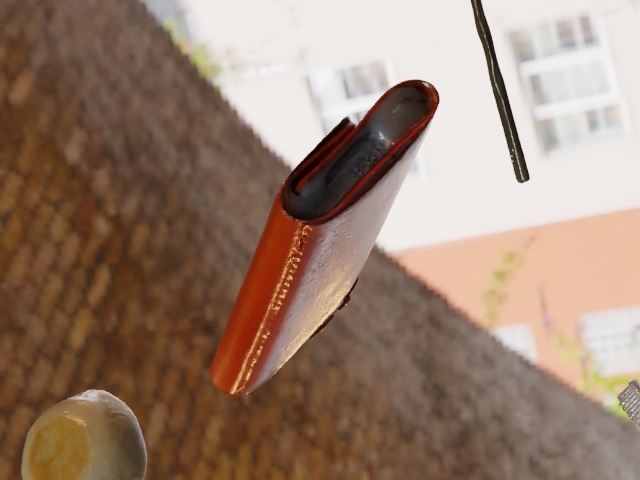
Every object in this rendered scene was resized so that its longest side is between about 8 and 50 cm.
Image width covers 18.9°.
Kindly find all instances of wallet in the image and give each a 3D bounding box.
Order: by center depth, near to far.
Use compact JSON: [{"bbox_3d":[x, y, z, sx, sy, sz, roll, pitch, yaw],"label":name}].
[{"bbox_3d":[0.000,0.000,1.182,0.142,0.045,0.204,-44,-13,-34],"label":"wallet"}]

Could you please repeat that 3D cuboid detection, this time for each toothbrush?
[{"bbox_3d":[0.316,0.211,1.560,0.020,0.025,0.286,29,-161,-39],"label":"toothbrush"}]

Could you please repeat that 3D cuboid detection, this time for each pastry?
[{"bbox_3d":[-0.277,0.250,2.231,0.092,0.156,0.156,33,-129,-57],"label":"pastry"}]

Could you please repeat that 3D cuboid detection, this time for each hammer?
[{"bbox_3d":[0.142,-0.191,1.703,0.058,0.029,0.292,-23,-81,-48],"label":"hammer"}]
